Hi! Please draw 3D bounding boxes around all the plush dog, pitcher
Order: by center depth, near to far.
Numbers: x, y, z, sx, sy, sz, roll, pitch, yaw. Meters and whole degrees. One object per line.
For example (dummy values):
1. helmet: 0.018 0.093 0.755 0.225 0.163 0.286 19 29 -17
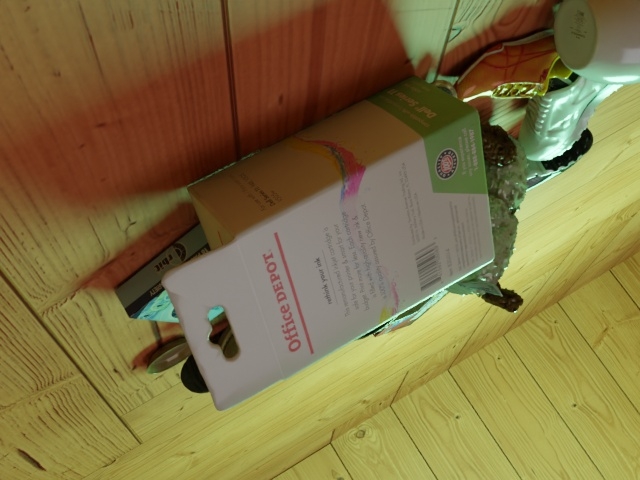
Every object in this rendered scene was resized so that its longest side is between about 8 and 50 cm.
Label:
1. pitcher: 0.365 -0.253 1.062 0.207 0.178 0.126 -10 115 -19
2. plush dog: 0.210 -0.043 1.242 0.262 0.210 0.225 91 22 -80

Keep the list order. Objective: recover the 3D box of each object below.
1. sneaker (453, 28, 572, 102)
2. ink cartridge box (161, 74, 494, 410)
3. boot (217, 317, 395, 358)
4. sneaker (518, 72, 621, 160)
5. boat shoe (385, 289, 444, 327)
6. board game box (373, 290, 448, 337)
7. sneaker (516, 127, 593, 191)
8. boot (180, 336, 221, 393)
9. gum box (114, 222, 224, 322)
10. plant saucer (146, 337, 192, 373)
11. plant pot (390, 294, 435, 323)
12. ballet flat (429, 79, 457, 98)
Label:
1. sneaker: 0.225 -0.192 1.056 0.175 0.067 0.064 -24 162 -21
2. ink cartridge box: 0.000 0.000 0.957 0.353 0.119 0.207 -28 130 -16
3. boot: -0.007 0.111 1.326 0.305 0.115 0.112 -30 137 -20
4. sneaker: 0.311 -0.190 1.213 0.094 0.090 0.235 -9 149 -26
5. boat shoe: 0.105 0.114 1.625 0.258 0.084 0.095 -28 162 -16
6. board game box: 0.235 0.105 1.923 0.145 0.027 0.281 -12 153 -52
7. sneaker: 0.308 -0.107 1.419 0.234 0.078 0.106 -30 166 0
8. boot: -0.122 0.188 1.469 0.189 0.076 0.208 -31 169 -7
9. gum box: -0.129 0.036 1.084 0.157 0.041 0.184 -37 163 12
10. plant saucer: -0.213 0.161 1.310 0.083 0.015 0.083 -31 163 -11
11. plant pot: 0.129 0.067 1.523 0.109 0.096 0.109 -16 157 -43
12. ballet flat: 0.121 -0.138 1.072 0.173 0.057 0.049 108 2 -65
